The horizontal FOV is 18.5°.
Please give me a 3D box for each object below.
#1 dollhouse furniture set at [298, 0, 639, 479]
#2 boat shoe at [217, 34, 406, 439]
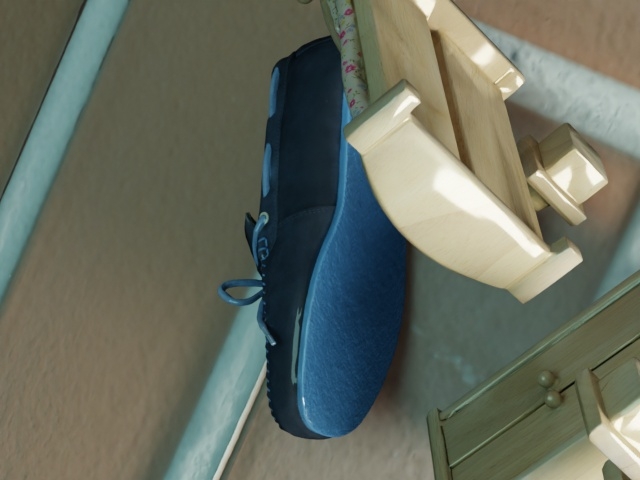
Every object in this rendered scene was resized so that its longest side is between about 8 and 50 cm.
[{"bbox_3d":[0.040,0.014,1.021,0.174,0.355,0.303,-38,27,19],"label":"dollhouse furniture set"},{"bbox_3d":[0.000,0.000,1.215,0.089,0.109,0.258,-7,62,36],"label":"boat shoe"}]
